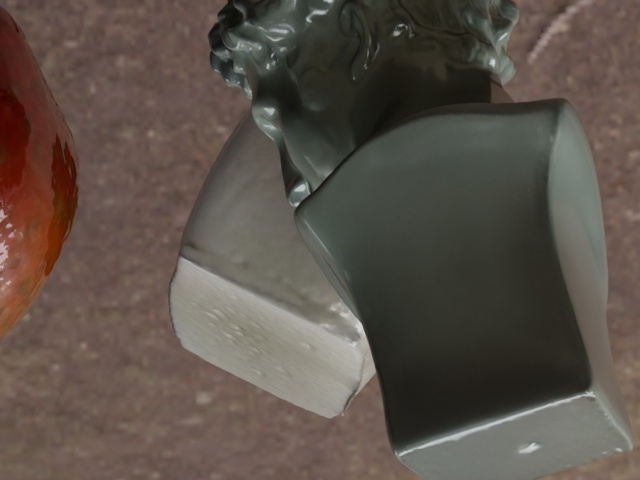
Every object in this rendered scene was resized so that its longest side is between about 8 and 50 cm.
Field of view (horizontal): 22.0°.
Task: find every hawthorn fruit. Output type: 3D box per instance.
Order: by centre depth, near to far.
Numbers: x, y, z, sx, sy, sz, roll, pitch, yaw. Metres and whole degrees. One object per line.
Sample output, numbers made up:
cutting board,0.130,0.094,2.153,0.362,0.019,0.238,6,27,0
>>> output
hawthorn fruit,-0.194,-0.035,0.724,0.189,0.189,0.189,-5,152,-3

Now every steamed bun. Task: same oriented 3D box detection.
steamed bun,0.000,0.000,1.018,0.146,0.164,0.242,28,161,5

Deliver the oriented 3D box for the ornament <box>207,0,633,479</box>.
ornament,0.043,-0.034,0.641,0.130,0.285,0.120,-30,136,4
